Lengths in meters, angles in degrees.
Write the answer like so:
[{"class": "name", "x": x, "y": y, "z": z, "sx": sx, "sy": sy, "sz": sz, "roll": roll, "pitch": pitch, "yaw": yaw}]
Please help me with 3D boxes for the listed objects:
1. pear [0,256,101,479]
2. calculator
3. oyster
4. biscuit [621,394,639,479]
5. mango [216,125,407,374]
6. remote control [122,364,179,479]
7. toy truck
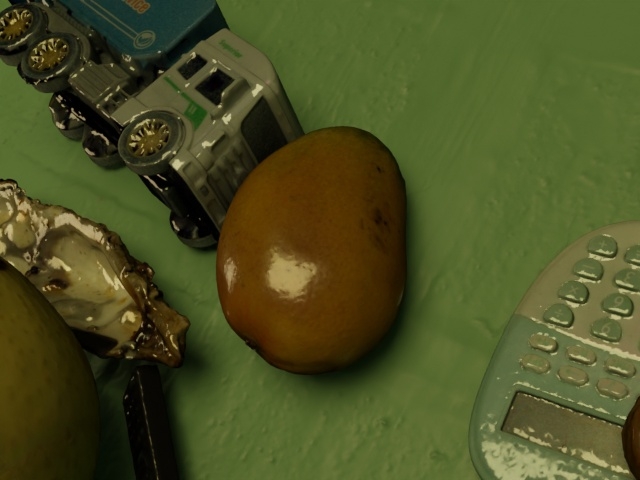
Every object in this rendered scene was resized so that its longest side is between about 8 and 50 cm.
[{"class": "pear", "x": -0.341, "y": 0.142, "z": 0.740, "sx": 0.348, "sy": 0.348, "sz": 0.349, "roll": -9, "pitch": 61, "yaw": 16}, {"class": "calculator", "x": 0.209, "y": 0.116, "z": 0.722, "sx": 0.184, "sy": 0.042, "sz": 0.295, "roll": 17, "pitch": 68, "yaw": 27}, {"class": "oyster", "x": -0.231, "y": 0.041, "z": 0.906, "sx": 0.345, "sy": 0.078, "sz": 0.129, "roll": 22, "pitch": 75, "yaw": 35}, {"class": "biscuit", "x": 0.294, "y": 0.202, "z": 0.600, "sx": 0.283, "sy": 0.064, "sz": 0.432, "roll": 38, "pitch": 82, "yaw": 20}, {"class": "mango", "x": -0.006, "y": 0.001, "z": 0.811, "sx": 0.151, "sy": 0.120, "sz": 0.221, "roll": 4, "pitch": 59, "yaw": -1}, {"class": "remote control", "x": -0.124, "y": 0.215, "z": 0.790, "sx": 0.025, "sy": 0.063, "sz": 0.245, "roll": 1, "pitch": 55, "yaw": -28}, {"class": "toy truck", "x": -0.171, "y": -0.154, "z": 0.941, "sx": 0.175, "sy": 0.146, "sz": 0.367, "roll": -44, "pitch": 58, "yaw": -10}]
